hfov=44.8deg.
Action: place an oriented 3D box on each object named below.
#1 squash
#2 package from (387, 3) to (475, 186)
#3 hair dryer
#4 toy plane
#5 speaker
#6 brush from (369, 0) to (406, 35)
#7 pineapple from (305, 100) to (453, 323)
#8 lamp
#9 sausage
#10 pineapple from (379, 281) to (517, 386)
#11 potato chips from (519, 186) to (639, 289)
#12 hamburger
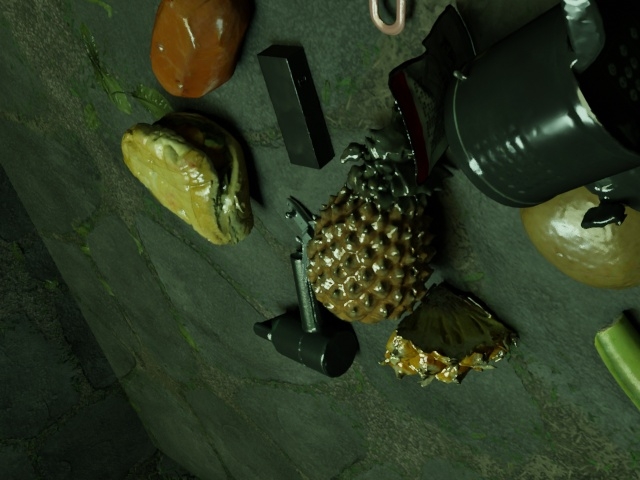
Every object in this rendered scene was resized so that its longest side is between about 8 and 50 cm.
[{"bbox_3d":[0.502,0.220,1.160,0.250,0.083,0.083,51,149,4],"label":"squash"},{"bbox_3d":[0.154,-0.191,0.990,0.030,0.239,0.154,-3,123,33],"label":"package"},{"bbox_3d":[-0.053,0.143,1.760,0.244,0.116,0.302,16,125,41],"label":"hair dryer"},{"bbox_3d":[-0.001,0.002,1.563,0.226,0.058,0.226,46,133,5],"label":"toy plane"},{"bbox_3d":[-0.043,-0.234,1.371,0.082,0.044,0.218,16,136,42],"label":"speaker"},{"bbox_3d":[0.091,-0.384,1.042,0.103,0.047,0.233,28,144,30],"label":"brush"},{"bbox_3d":[0.104,-0.049,1.265,0.223,0.223,0.357,32,127,26],"label":"pineapple"},{"bbox_3d":[0.270,-0.165,0.896,0.272,0.205,0.374,1,135,46],"label":"lamp"},{"bbox_3d":[-0.213,-0.360,1.352,0.153,0.141,0.268,45,148,6],"label":"sausage"},{"bbox_3d":[0.221,0.167,1.378,0.114,0.237,0.186,106,157,-53],"label":"pineapple"},{"bbox_3d":[0.367,-0.004,1.096,0.208,0.062,0.195,54,147,-4],"label":"potato chips"},{"bbox_3d":[-0.254,-0.158,1.605,0.330,0.162,0.209,44,146,12],"label":"hamburger"}]
